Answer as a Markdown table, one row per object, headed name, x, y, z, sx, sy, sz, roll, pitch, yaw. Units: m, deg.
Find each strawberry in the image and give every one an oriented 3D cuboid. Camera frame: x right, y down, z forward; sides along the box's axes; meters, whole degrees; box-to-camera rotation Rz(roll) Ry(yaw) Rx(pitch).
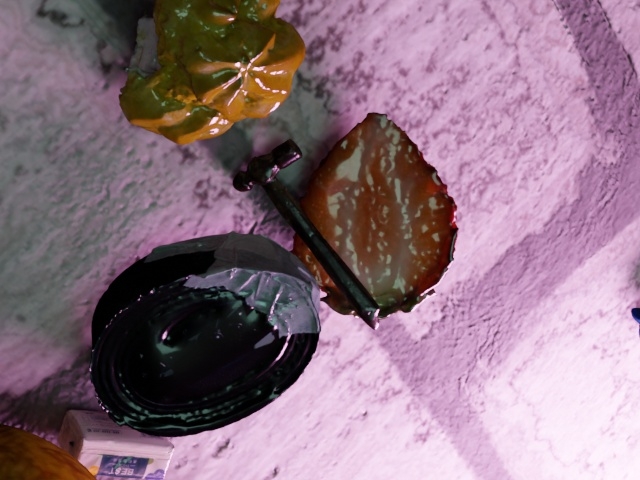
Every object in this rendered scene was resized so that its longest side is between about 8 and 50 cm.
| name | x | y | z | sx | sy | sz | roll | pitch | yaw |
| --- | --- | --- | --- | --- | --- | --- | --- | --- | --- |
| strawberry | 0.044 | -0.021 | 0.919 | 0.146 | 0.082 | 0.187 | 0 | 105 | 0 |

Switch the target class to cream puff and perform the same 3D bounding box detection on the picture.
| name | x | y | z | sx | sy | sz | roll | pitch | yaw |
| --- | --- | --- | --- | --- | --- | --- | --- | --- | --- |
| cream puff | -0.078 | -0.134 | 0.779 | 0.121 | 0.156 | 0.156 | 27 | 98 | -15 |

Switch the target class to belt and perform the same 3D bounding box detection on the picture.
| name | x | y | z | sx | sy | sz | roll | pitch | yaw |
| --- | --- | --- | --- | --- | --- | --- | --- | --- | --- |
| belt | -0.094 | 0.072 | 0.870 | 0.198 | 0.078 | 0.151 | -22 | 117 | 0 |

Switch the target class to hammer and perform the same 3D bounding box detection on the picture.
| name | x | y | z | sx | sy | sz | roll | pitch | yaw |
| --- | --- | --- | --- | --- | --- | --- | --- | --- | --- |
| hammer | 0.000 | 0.000 | 0.886 | 0.065 | 0.021 | 0.178 | -36 | 92 | 15 |

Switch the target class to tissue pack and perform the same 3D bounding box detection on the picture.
| name | x | y | z | sx | sy | sz | roll | pitch | yaw |
| --- | --- | --- | --- | --- | --- | --- | --- | --- | --- |
| tissue pack | -0.175 | 0.174 | 0.900 | 0.083 | 0.062 | 0.042 | 13 | 102 | -31 |

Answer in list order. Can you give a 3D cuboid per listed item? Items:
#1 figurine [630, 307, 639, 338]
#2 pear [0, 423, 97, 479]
| name | x | y | z | sx | sy | sz | roll | pitch | yaw |
| --- | --- | --- | --- | --- | --- | --- | --- | --- | --- |
| figurine | 0.392 | 0.057 | 1.139 | 0.149 | 0.086 | 0.087 | -63 | 164 | -5 |
| pear | -0.275 | 0.271 | 0.777 | 0.280 | 0.281 | 0.281 | -10 | 115 | -23 |
